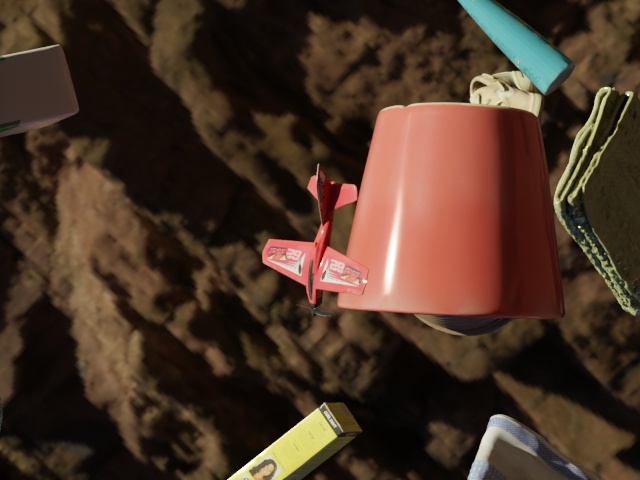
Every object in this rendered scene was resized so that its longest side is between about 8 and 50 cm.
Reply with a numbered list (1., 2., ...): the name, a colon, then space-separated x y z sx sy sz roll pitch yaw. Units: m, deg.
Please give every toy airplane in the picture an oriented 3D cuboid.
1. toy airplane: 0.000 0.000 1.193 0.028 0.151 0.151 -6 -131 -42

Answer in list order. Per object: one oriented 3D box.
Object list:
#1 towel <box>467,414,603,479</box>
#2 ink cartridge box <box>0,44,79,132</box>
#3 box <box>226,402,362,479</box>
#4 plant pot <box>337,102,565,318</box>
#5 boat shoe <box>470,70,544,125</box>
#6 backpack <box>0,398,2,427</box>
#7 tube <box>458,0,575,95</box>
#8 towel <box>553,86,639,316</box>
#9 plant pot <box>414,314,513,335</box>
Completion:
1. towel: 0.233 0.321 1.269 0.209 0.034 0.285 35 -142 -4
2. ink cartridge box: -0.396 -0.172 1.518 0.208 0.153 0.086 0 105 68
3. box: -0.050 0.340 1.906 0.058 0.232 0.087 54 -165 19
4. plant pot: 0.160 -0.032 1.483 0.275 0.275 0.243 7 -96 -64
5. boat shoe: 0.259 -0.173 1.760 0.098 0.109 0.302 4 -155 3
6. backpack: -0.499 0.260 1.613 0.117 0.158 0.173 31 -116 -54
7. tube: 0.222 -0.266 1.524 0.207 0.052 0.080 45 -171 13
8. towel: 0.214 -0.025 0.862 0.027 0.110 0.148 7 148 47
9. plant pot: 0.175 0.027 1.693 0.237 0.237 0.110 47 -147 10
